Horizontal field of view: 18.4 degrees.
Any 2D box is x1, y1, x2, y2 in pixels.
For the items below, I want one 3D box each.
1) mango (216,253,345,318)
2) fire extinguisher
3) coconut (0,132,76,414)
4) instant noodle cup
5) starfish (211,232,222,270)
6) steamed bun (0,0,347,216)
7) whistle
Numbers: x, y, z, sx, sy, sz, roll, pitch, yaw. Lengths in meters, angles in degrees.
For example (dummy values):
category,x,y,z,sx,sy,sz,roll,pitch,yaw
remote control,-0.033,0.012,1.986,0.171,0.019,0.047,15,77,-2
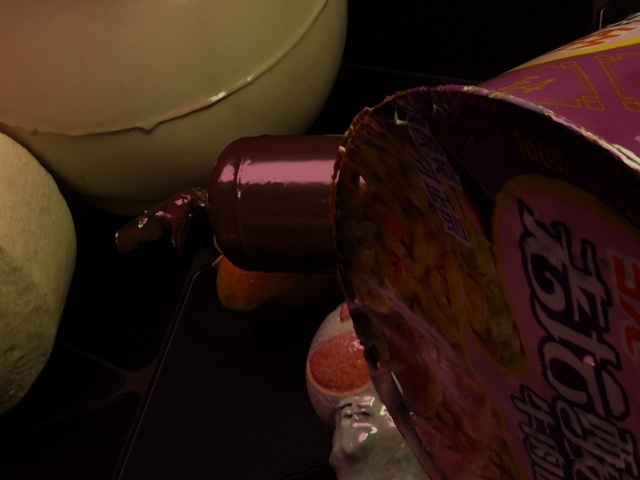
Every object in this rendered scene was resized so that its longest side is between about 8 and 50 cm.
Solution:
category,x,y,z,sx,sy,sz,roll,pitch,yaw
mango,0.001,-0.005,1.441,0.165,0.089,0.115,-27,34,20
fire extinguisher,0.035,-0.015,1.294,0.341,0.105,0.141,0,20,24
coconut,-0.319,0.022,1.593,0.237,0.237,0.266,-25,33,17
instant noodle cup,0.206,0.012,0.915,0.266,0.340,0.340,-35,23,-26
starfish,-0.058,-0.004,1.573,0.078,0.028,0.091,-3,34,37
steamed bun,-0.155,-0.192,1.672,0.374,0.334,0.334,16,50,32
whistle,0.039,0.109,1.162,0.123,0.123,0.223,-15,45,34
